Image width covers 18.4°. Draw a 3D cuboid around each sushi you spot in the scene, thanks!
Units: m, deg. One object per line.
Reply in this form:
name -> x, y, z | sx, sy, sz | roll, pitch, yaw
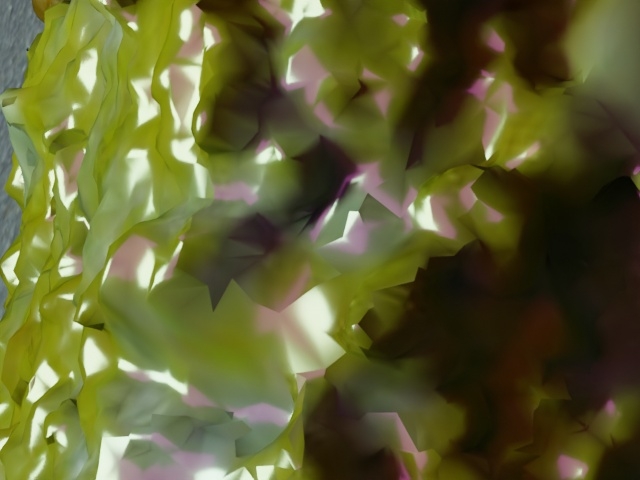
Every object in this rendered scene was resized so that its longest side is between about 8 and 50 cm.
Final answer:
sushi -> 0.095, 0.052, 0.574 | 0.351, 0.396, 0.240 | 151, 130, -72

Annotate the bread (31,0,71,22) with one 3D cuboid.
bread -> -0.116, -0.232, 1.273 | 0.134, 0.081, 0.225 | 24, 98, 57
